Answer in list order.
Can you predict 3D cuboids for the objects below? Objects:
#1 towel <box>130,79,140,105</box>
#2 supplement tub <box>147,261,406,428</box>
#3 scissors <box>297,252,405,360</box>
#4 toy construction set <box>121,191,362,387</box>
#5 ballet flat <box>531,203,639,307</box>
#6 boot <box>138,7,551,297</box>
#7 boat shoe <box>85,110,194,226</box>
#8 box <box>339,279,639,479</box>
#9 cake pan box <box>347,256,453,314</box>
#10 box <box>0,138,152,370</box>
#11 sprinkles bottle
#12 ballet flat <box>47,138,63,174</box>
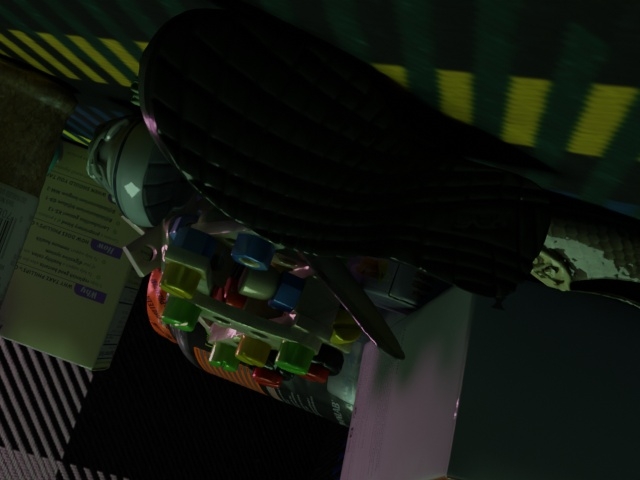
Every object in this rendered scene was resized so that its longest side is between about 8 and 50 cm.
[{"bbox_3d":[-0.041,-0.066,0.852,0.113,0.023,0.152,24,175,-34],"label":"towel"},{"bbox_3d":[-0.037,0.096,1.734,0.338,0.207,0.207,19,176,27],"label":"supplement tub"},{"bbox_3d":[0.000,0.000,0.715,0.109,0.021,0.297,27,-172,-38],"label":"scissors"},{"bbox_3d":[-0.080,0.041,1.238,0.215,0.151,0.328,25,177,-20],"label":"toy construction set"},{"bbox_3d":[0.206,0.038,0.772,0.250,0.058,0.084,21,175,-7],"label":"ballet flat"},{"bbox_3d":[-0.018,-0.043,0.670,0.246,0.083,0.161,25,180,-40],"label":"boot"},{"bbox_3d":[-0.145,-0.056,1.058,0.076,0.083,0.226,19,177,3],"label":"boat shoe"},{"bbox_3d":[0.167,0.162,1.214,0.215,0.168,0.345,14,163,-9],"label":"box"},{"bbox_3d":[0.092,0.043,1.378,0.267,0.070,0.246,23,177,-36],"label":"cake pan box"},{"bbox_3d":[-0.317,0.006,1.645,0.214,0.243,0.117,19,176,3],"label":"box"},{"bbox_3d":[-0.300,0.032,1.061,0.121,0.355,0.121,19,176,1],"label":"sprinkles bottle"},{"bbox_3d":[-0.325,-0.097,1.490,0.087,0.083,0.247,6,-177,-20],"label":"ballet flat"}]
